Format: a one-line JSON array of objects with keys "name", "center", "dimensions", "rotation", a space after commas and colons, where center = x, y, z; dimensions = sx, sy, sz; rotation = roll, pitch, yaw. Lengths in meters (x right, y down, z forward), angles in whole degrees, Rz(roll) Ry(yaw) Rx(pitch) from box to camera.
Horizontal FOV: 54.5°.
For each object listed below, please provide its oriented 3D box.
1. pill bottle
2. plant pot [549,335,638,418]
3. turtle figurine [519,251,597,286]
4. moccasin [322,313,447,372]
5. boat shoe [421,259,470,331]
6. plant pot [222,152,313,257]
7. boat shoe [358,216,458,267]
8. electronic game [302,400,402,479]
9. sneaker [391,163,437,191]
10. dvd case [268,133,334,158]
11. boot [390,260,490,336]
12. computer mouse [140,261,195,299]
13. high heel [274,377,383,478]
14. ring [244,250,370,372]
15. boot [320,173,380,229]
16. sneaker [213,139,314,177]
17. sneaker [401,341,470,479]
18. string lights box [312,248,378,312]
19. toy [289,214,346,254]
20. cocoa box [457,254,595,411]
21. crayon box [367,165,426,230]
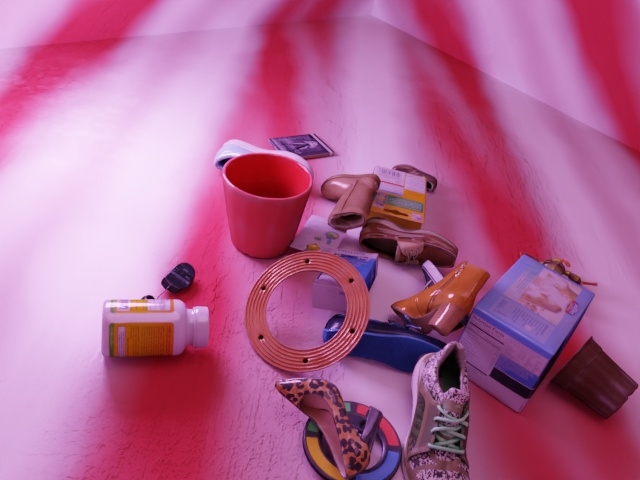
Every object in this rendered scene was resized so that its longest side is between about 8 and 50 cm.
[{"name": "pill bottle", "center": [-0.398, 0.211, 1.504], "dimensions": [0.245, 0.136, 0.136], "rotation": [2, 38, -16]}, {"name": "plant pot", "center": [0.730, 0.370, 1.646], "dimensions": [0.167, 0.167, 0.165], "rotation": [-25, 58, -40]}, {"name": "turtle figurine", "center": [0.777, 0.114, 2.053], "dimensions": [0.269, 0.087, 0.217], "rotation": [27, 38, 18]}, {"name": "moccasin", "center": [0.181, 0.250, 1.641], "dimensions": [0.341, 0.138, 0.117], "rotation": [16, 32, 2]}, {"name": "boat shoe", "center": [0.343, 0.168, 1.823], "dimensions": [0.113, 0.105, 0.306], "rotation": [46, 11, -31]}, {"name": "plant pot", "center": [-0.170, -0.098, 1.893], "dimensions": [0.274, 0.243, 0.275], "rotation": [7, 35, -5]}, {"name": "boat shoe", "center": [0.273, 0.030, 1.994], "dimensions": [0.323, 0.123, 0.120], "rotation": [16, 40, 17]}, {"name": "electronic game", "center": [0.072, 0.458, 1.400], "dimensions": [0.229, 0.048, 0.229], "rotation": [8, 36, -6]}, {"name": "sneaker", "center": [0.364, -0.242, 2.417], "dimensions": [0.188, 0.066, 0.071], "rotation": [16, 37, 5]}, {"name": "dvd case", "center": [-0.077, -0.376, 2.495], "dimensions": [0.221, 0.018, 0.164], "rotation": [-13, 42, -30]}, {"name": "boot", "center": [0.327, 0.147, 1.686], "dimensions": [0.104, 0.295, 0.211], "rotation": [43, 77, -17]}, {"name": "computer mouse", "center": [-0.420, 0.142, 1.682], "dimensions": [0.071, 0.041, 0.242], "rotation": [37, 44, 3]}, {"name": "high heel", "center": [-0.005, 0.400, 1.349], "dimensions": [0.261, 0.093, 0.186], "rotation": [19, 36, 11]}, {"name": "ring", "center": [-0.035, 0.182, 1.621], "dimensions": [0.336, 0.032, 0.337], "rotation": [-6, 62, 10]}, {"name": "boot", "center": [0.073, -0.131, 2.096], "dimensions": [0.236, 0.089, 0.270], "rotation": [-11, 30, 27]}, {"name": "sneaker", "center": [-0.209, -0.243, 2.196], "dimensions": [0.365, 0.135, 0.150], "rotation": [15, 43, 17]}, {"name": "sneaker", "center": [0.275, 0.403, 1.394], "dimensions": [0.157, 0.182, 0.411], "rotation": [8, 51, -3]}, {"name": "string lights box", "center": [0.076, 0.110, 1.781], "dimensions": [0.133, 0.077, 0.260], "rotation": [7, 23, 15]}, {"name": "toy", "center": [0.000, 0.000, 1.978], "dimensions": [0.136, 0.056, 0.237], "rotation": [15, 27, 11]}, {"name": "cocoa box", "center": [0.549, 0.240, 1.692], "dimensions": [0.231, 0.228, 0.347], "rotation": [32, 40, 24]}, {"name": "crayon box", "center": [0.271, -0.140, 2.236], "dimensions": [0.203, 0.083, 0.323], "rotation": [14, 35, 2]}]
